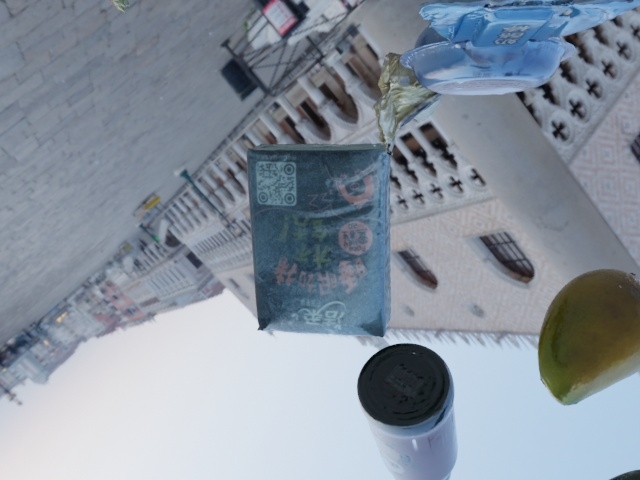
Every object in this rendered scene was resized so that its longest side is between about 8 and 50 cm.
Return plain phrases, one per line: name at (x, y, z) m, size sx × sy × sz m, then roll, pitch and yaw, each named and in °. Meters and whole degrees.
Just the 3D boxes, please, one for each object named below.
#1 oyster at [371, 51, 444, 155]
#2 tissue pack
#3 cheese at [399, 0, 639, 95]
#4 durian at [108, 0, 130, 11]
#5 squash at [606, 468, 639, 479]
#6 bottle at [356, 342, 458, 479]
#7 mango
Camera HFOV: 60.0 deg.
oyster at (0.115, -0.184, 0.610) m, size 0.191 × 0.081 × 0.163 m, roll -42°, pitch 177°, yaw 24°
tissue pack at (0.000, 0.000, 0.911) m, size 0.228 × 0.315 × 0.103 m, roll 2°, pitch -164°, yaw 14°
cheese at (0.128, -0.144, 0.415) m, size 0.135 × 0.052 × 0.245 m, roll 0°, pitch -173°, yaw 7°
durian at (-0.462, -0.581, 1.097) m, size 0.154 × 0.186 × 0.260 m, roll -34°, pitch 150°, yaw 15°
squash at (0.415, 0.466, 0.885) m, size 0.331 × 0.087 × 0.087 m, roll -46°, pitch -170°, yaw 19°
bottle at (0.160, 0.318, 0.918) m, size 0.144 × 0.336 × 0.144 m, roll -10°, pitch -136°, yaw 10°
mango at (0.269, 0.087, 0.536) m, size 0.187 × 0.101 × 0.066 m, roll -33°, pitch 159°, yaw -31°
